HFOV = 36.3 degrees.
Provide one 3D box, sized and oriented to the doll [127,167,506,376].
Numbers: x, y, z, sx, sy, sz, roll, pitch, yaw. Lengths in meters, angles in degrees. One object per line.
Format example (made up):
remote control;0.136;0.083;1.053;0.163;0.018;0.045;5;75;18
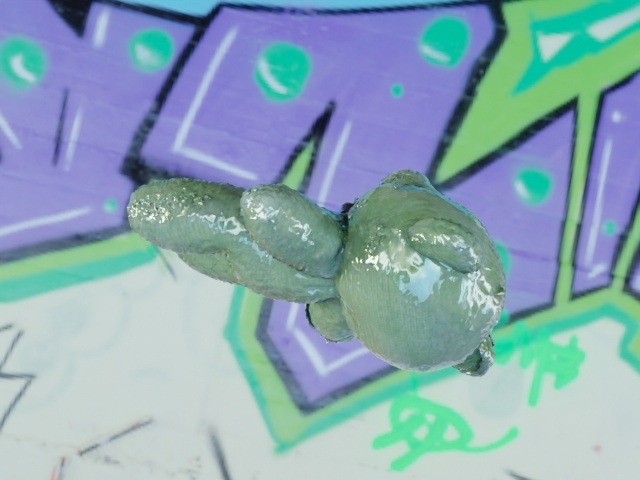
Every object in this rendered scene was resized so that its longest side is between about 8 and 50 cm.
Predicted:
doll;0.000;0.000;0.379;0.150;0.077;0.115;12;155;19
